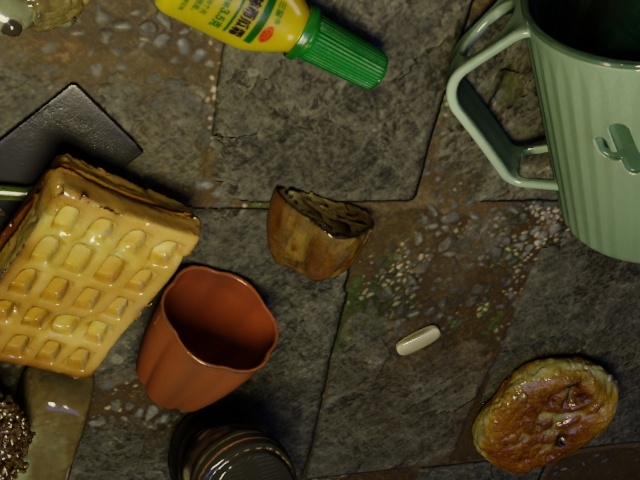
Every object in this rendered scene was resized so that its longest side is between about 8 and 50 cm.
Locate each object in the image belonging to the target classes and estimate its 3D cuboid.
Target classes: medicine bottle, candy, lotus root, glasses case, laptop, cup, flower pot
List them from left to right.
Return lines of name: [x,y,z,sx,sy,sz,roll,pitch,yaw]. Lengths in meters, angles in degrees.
candy: [-0.431,0.295,1.280,0.104,0.102,0.234,9,126,-25]
laptop: [-0.347,-0.103,1.051,0.197,0.016,0.135,-35,129,8]
flower pot: [-0.187,0.160,1.215,0.191,0.190,0.173,19,131,-30]
medicine bottle: [-0.049,-0.267,0.979,0.309,0.076,0.111,20,120,-31]
lotus root: [-0.001,0.001,1.197,0.159,0.095,0.135,5,129,-15]
glasses case: [0.173,0.177,1.435,0.083,0.021,0.032,-28,131,4]
cup: [0.400,-0.203,1.077,0.310,0.401,0.392,-47,141,-24]

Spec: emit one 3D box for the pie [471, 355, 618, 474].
pie: [0.451,0.349,1.621,0.315,0.092,0.315,-8,129,-10]

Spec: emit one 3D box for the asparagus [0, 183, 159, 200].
asparagus: [-0.337,-0.059,1.061,0.249,0.025,0.024,2,81,-20]

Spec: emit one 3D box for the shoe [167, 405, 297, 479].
shoe: [-0.158,0.373,1.343,0.171,0.237,0.384,-31,145,-17]

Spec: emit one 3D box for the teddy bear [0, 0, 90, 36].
teddy bear: [-0.358,-0.272,0.823,0.256,0.156,0.267,3,165,-19]

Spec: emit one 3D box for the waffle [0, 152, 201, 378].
waffle: [-0.330,0.045,1.091,0.224,0.098,0.327,20,124,-37]

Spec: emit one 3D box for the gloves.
gloves: [-0.563,0.274,1.193,0.312,0.135,0.210,5,105,4]
